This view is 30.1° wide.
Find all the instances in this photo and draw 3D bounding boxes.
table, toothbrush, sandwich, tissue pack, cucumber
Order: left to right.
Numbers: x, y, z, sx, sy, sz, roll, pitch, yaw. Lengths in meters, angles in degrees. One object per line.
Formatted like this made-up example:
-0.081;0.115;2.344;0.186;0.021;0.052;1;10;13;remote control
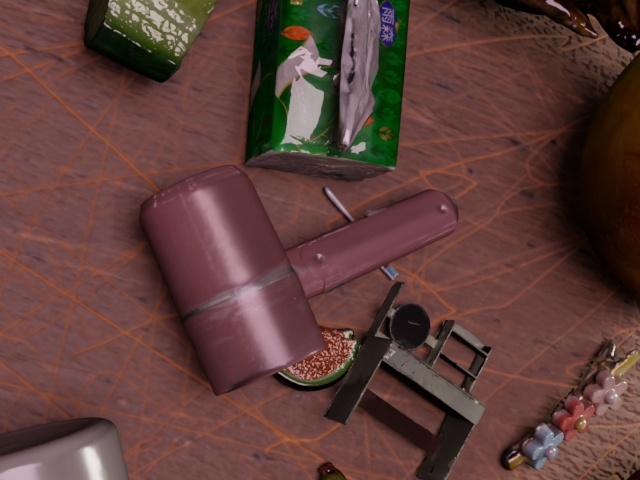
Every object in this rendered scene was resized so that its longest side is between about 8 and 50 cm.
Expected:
-0.161;-0.265;1.204;0.130;0.191;0.191;27;77;-15;cucumber
-0.002;0.127;1.302;0.069;0.026;0.101;45;70;-7;sandwich
0.016;-0.181;1.265;0.148;0.156;0.209;8;82;-22;tissue pack
0.044;-0.008;1.336;0.013;0.011;0.131;-40;100;-6;toothbrush
0.109;0.156;1.308;0.146;0.062;0.175;36;76;-24;table

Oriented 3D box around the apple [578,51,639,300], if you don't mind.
0.483;-0.079;1.354;0.384;0.374;0.374;36;72;-45;apple

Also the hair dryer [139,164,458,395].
0.000;0.000;1.266;0.352;0.125;0.210;-23;86;-28;hair dryer

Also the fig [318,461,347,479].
0.024;0.342;1.265;0.132;0.185;0.127;5;122;-25;fig

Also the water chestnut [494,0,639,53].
0.299;-0.358;1.340;0.289;0.289;0.244;-4;119;-20;water chestnut

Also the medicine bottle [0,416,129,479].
-0.253;0.350;1.091;0.208;0.208;0.340;-13;90;-21;medicine bottle

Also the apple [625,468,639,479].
0.430;0.370;1.332;0.253;0.253;0.254;2;85;-20;apple

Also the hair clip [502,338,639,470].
0.301;0.200;1.392;0.214;0.056;0.062;-44;133;-18;hair clip
